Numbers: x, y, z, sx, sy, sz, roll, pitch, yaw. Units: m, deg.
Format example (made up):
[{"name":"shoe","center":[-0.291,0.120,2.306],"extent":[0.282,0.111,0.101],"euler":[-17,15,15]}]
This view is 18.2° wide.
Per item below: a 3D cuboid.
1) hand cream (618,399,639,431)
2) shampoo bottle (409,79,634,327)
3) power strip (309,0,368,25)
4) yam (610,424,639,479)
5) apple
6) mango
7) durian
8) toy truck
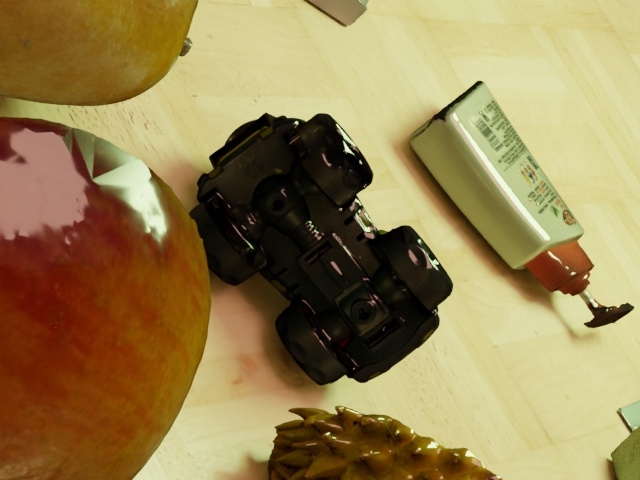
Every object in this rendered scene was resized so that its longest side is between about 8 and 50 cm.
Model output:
[{"name":"hand cream","center":[0.418,0.283,1.978],"extent":[0.320,0.067,0.109],"euler":[55,30,15]},{"name":"shampoo bottle","center":[0.208,-0.023,2.005],"extent":[0.284,0.071,0.153],"euler":[54,27,0]},{"name":"power strip","center":[-0.054,-0.315,1.992],"extent":[0.279,0.037,0.109],"euler":[30,36,-34]},{"name":"yam","center":[0.315,0.251,1.848],"extent":[0.068,0.068,0.169],"euler":[30,35,-34]},{"name":"apple","center":[-0.215,0.050,1.241],"extent":[0.346,0.179,0.254],"euler":[24,77,-38]},{"name":"mango","center":[-0.258,-0.222,1.451],"extent":[0.384,0.199,0.221],"euler":[20,46,-24]},{"name":"durian","center":[0.094,0.251,1.449],"extent":[0.341,0.191,0.112],"euler":[49,55,-6]},{"name":"toy truck","center":[0.000,0.000,1.630],"extent":[0.224,0.147,0.165],"euler":[51,7,-7]}]
